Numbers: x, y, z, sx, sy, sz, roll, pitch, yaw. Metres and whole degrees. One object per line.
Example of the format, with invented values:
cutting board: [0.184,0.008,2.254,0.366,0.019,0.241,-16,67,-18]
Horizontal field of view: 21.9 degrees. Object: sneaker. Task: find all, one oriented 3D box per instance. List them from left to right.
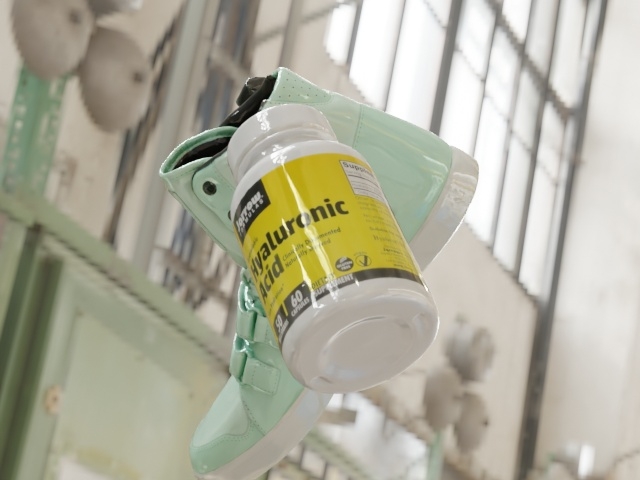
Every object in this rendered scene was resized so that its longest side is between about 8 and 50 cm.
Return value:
sneaker: [-0.042,0.019,0.938,0.151,0.256,0.094,30,21,-12]

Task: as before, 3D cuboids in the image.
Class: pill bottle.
pill bottle: [0.000,0.000,0.683,0.065,0.116,0.065,-14,-39,-12]
